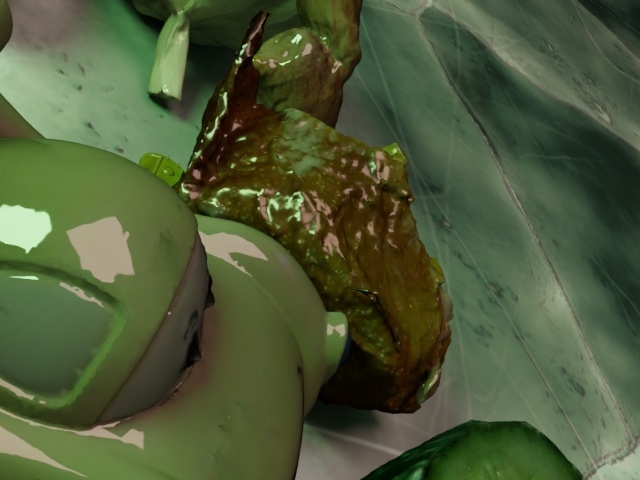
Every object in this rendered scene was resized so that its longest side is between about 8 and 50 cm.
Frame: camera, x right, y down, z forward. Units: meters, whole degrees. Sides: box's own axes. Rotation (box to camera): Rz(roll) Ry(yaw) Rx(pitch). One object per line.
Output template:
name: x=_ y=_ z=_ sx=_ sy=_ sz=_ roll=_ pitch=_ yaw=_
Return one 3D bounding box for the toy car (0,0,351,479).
toy car: x=-0.127 y=0.039 z=0.515 sx=0.336 sy=0.226 sz=0.242 roll=32 pitch=36 yaw=-17

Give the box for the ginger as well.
ginger: x=-0.012 y=-0.162 z=0.818 sx=0.122 sy=0.290 sz=0.084 roll=1 pitch=25 yaw=-42

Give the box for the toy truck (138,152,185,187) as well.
toy truck: x=-0.128 y=-0.020 z=0.729 sx=0.049 sy=0.054 sz=0.083 roll=35 pitch=36 yaw=-17

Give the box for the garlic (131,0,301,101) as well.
garlic: x=-0.107 y=-0.220 z=0.878 sx=0.218 sy=0.218 sz=0.212 roll=31 pitch=70 yaw=-21

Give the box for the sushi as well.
sushi: x=0.001 y=0.003 z=0.731 sx=0.296 sy=0.167 sz=0.179 roll=46 pitch=46 yaw=-10

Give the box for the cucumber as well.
cucumber: x=0.098 y=0.221 z=0.670 sx=0.191 sy=0.130 sz=0.191 roll=24 pitch=47 yaw=-28
